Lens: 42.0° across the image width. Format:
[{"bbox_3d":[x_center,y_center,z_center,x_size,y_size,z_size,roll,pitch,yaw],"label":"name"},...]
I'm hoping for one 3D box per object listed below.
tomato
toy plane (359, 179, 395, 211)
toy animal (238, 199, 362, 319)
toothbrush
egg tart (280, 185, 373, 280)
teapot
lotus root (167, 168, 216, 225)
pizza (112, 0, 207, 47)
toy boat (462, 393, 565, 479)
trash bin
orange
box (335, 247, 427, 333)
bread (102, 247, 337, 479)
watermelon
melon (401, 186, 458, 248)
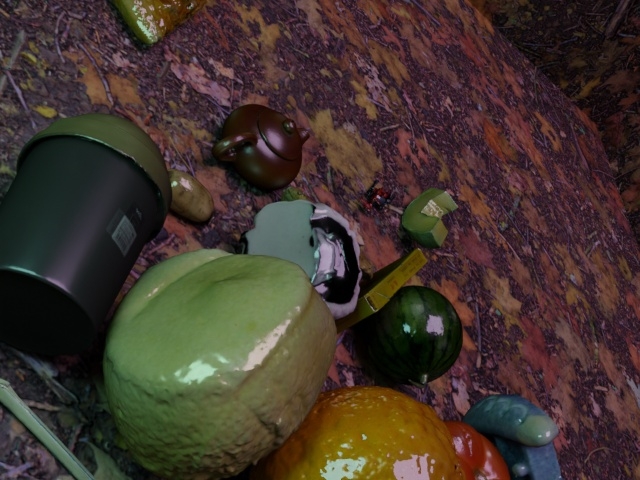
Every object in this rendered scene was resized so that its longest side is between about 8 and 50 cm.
[{"bbox_3d":[0.227,0.439,1.463,0.260,0.180,0.259,36,36,-32],"label":"tomato"},{"bbox_3d":[0.130,-0.099,1.923,0.060,0.037,0.145,51,32,-3],"label":"toy plane"},{"bbox_3d":[-0.036,0.051,1.438,0.156,0.204,0.208,40,47,-58],"label":"toy animal"},{"bbox_3d":[-0.370,0.201,1.016,0.294,0.026,0.028,53,18,-7],"label":"toothbrush"},{"bbox_3d":[0.000,0.000,1.594,0.252,0.098,0.232,46,3,-35],"label":"egg tart"},{"bbox_3d":[-0.110,-0.190,1.593,0.252,0.135,0.178,-14,71,-57],"label":"teapot"},{"bbox_3d":[-0.230,-0.080,1.406,0.152,0.063,0.072,38,47,-34],"label":"lotus root"},{"bbox_3d":[-0.351,-0.518,1.604,0.258,0.087,0.268,45,37,-14],"label":"pizza"},{"bbox_3d":[0.349,0.408,1.586,0.123,0.330,0.215,-19,95,-13],"label":"toy boat"},{"bbox_3d":[-0.323,-0.028,1.109,0.214,0.214,0.333,39,45,-26],"label":"trash bin"},{"bbox_3d":[0.043,0.370,1.154,0.294,0.340,0.340,-1,57,-13],"label":"orange"},{"bbox_3d":[0.092,0.103,1.593,0.041,0.153,0.279,57,32,-2],"label":"box"},{"bbox_3d":[-0.132,0.161,1.096,0.320,0.321,0.237,-73,151,-50],"label":"bread"},{"bbox_3d":[0.184,0.193,1.605,0.188,0.188,0.214,24,38,-41],"label":"watermelon"},{"bbox_3d":[0.260,-0.054,1.990,0.064,0.118,0.209,59,42,-24],"label":"melon"}]
